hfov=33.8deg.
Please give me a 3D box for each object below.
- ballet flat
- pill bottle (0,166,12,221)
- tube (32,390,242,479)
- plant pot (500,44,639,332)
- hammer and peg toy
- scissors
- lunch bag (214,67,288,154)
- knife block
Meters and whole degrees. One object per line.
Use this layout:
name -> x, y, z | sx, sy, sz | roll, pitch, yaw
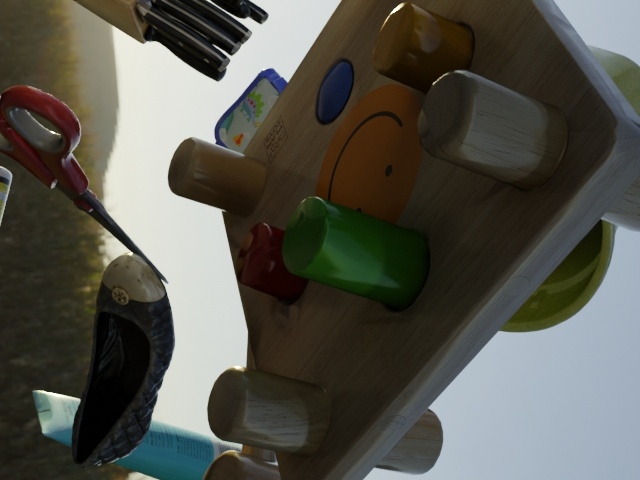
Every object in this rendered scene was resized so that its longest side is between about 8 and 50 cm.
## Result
ballet flat -> -0.133, 0.085, 0.702 | 0.058, 0.049, 0.173 | 26, -56, 21
pill bottle -> -0.325, -0.014, 0.957 | 0.065, 0.065, 0.116 | 159, -57, -76
tube -> -0.144, 0.176, 0.896 | 0.052, 0.207, 0.080 | -64, -153, 2
plant pot -> 0.230, -0.085, 1.105 | 0.276, 0.254, 0.276 | 23, -51, 31
hammer and peg toy -> 0.000, 0.000, 0.575 | 0.361, 0.127, 0.266 | -53, -145, 31
scissors -> -0.196, -0.044, 0.808 | 0.297, 0.109, 0.021 | 72, 36, -63
lunch bag -> -0.037, -0.074, 1.027 | 0.129, 0.096, 0.151 | 49, -40, 18
knife block -> -0.195, -0.252, 1.031 | 0.088, 0.276, 0.242 | 90, -11, -74
